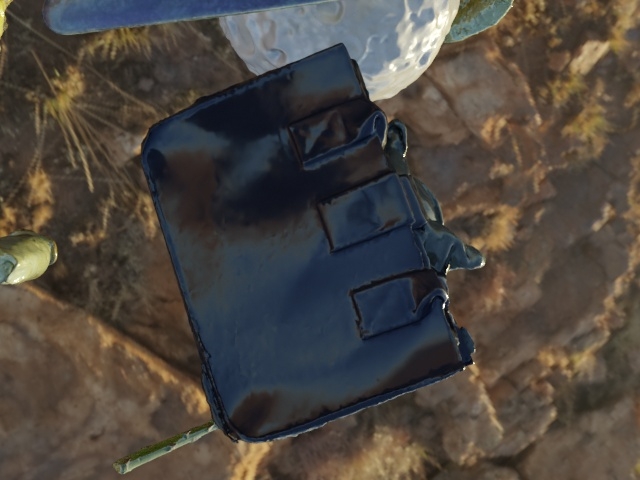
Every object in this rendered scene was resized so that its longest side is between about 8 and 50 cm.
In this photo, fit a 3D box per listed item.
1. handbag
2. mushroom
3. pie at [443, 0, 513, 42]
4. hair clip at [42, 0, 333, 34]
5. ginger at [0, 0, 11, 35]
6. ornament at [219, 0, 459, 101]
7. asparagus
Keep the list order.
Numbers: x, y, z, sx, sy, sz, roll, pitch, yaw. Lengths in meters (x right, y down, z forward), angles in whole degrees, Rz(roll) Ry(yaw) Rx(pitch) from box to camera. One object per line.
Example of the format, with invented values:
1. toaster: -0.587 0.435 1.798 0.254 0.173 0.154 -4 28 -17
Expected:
1. handbag: 0.000 0.000 0.868 0.269 0.326 0.118 -21 167 12
2. mushroom: -0.529 0.032 1.613 0.100 0.312 0.081 12 94 -5
3. pie: 0.287 -0.531 1.864 0.071 0.306 0.306 19 114 -47
4. hair clip: -0.008 -0.144 0.479 0.275 0.083 0.048 -11 114 -6
5. ginger: -0.516 -0.313 1.310 0.157 0.216 0.102 2 161 -8
6. ornament: 0.032 -0.341 1.272 0.337 0.337 0.337 -19 136 -20
7. asparagus: -0.196 0.290 1.366 0.248 0.025 0.024 -14 175 -45
